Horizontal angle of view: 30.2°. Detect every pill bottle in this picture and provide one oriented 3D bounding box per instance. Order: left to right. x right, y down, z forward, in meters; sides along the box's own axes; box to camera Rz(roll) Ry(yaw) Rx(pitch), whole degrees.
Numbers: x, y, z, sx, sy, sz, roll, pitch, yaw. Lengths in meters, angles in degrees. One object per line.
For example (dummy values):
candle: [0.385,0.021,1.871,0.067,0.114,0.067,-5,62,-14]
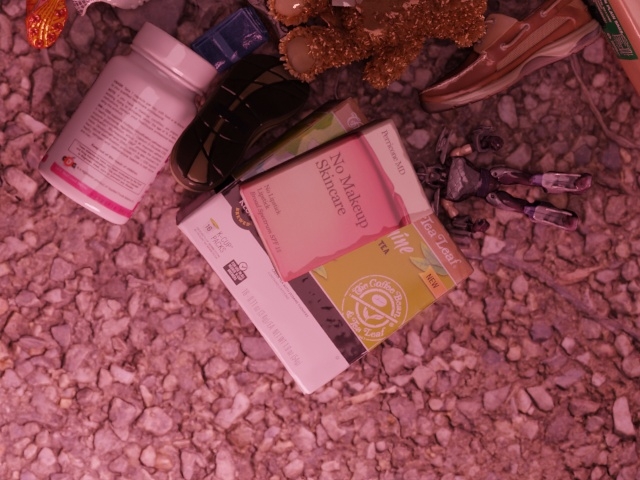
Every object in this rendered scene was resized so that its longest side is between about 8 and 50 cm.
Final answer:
pill bottle: [-0.289,-0.180,1.811,0.160,0.160,0.283,34,92,-10]

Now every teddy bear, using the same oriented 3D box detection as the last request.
teddy bear: [0.086,-0.357,1.833,0.338,0.113,0.245,-30,87,-2]

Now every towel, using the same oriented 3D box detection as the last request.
towel: [-0.142,-0.312,1.856,0.119,0.029,0.067,-30,102,25]

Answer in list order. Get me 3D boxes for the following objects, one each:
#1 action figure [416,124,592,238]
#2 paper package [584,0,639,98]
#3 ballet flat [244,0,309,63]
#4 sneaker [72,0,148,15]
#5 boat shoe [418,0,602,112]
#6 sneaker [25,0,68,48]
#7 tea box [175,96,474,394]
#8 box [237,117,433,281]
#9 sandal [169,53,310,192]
action figure: [0.285,-0.090,1.927,0.285,0.099,0.185,10,101,-5]
paper package: [0.615,-0.377,1.897,0.309,0.168,0.325,-31,100,-3]
ballet flat: [-0.071,-0.369,1.875,0.084,0.058,0.250,-33,95,-6]
sneaker: [-0.274,-0.410,1.834,0.235,0.090,0.094,-8,111,-3]
boat shoe: [0.290,-0.305,1.897,0.324,0.123,0.116,-28,96,-12]
sneaker: [-0.424,-0.383,1.827,0.064,0.067,0.175,1,112,-26]
tea box: [0.000,0.000,1.838,0.323,0.220,0.329,-38,99,-3]
box: [0.017,-0.059,1.659,0.232,0.127,0.148,-25,97,-3]
sandal: [-0.134,-0.183,1.830,0.120,0.086,0.303,43,59,-1]
